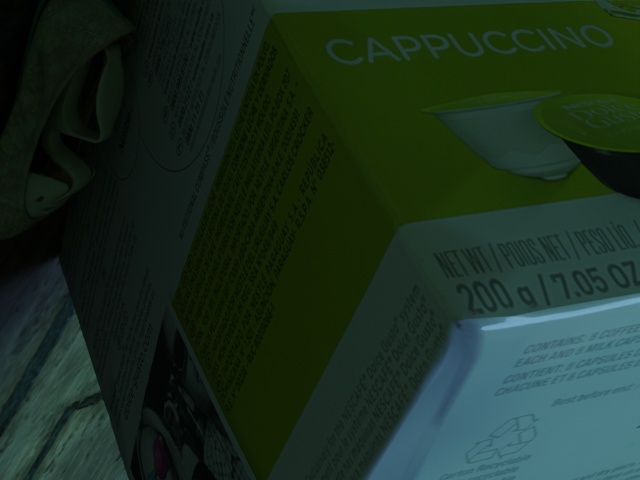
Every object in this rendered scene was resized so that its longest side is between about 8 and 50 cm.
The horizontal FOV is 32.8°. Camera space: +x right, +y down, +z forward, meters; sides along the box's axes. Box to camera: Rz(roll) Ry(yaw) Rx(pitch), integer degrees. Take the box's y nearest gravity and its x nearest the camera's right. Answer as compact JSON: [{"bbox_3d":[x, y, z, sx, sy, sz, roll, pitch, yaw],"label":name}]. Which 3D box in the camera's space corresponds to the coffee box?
[{"bbox_3d":[0.075,0.000,0.612,0.337,0.334,0.338,-7,140,-28],"label":"coffee box"}]

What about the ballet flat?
[{"bbox_3d":[-0.139,-0.054,0.571,0.057,0.052,0.168,-42,162,-53],"label":"ballet flat"}]
